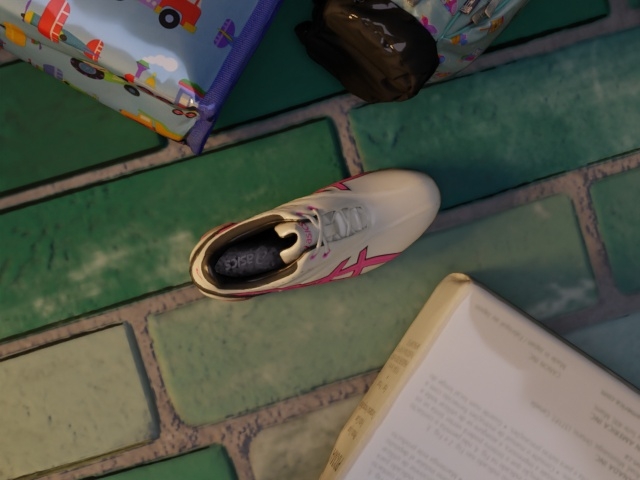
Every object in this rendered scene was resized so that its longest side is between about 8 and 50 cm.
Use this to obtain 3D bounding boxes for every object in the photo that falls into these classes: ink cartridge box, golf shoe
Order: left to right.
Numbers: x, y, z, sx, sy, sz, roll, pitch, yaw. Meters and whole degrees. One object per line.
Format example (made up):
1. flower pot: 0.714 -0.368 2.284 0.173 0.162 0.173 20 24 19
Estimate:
1. golf shoe: 0.000 0.000 1.089 0.186 0.086 0.068 -21 93 -4
2. ink cartridge box: 0.117 0.264 1.104 0.308 0.091 0.385 34 89 -6

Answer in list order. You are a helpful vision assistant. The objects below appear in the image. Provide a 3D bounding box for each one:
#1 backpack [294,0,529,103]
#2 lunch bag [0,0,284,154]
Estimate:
1. backpack: 0.083 -0.180 1.067 0.115 0.152 0.182 46 77 -10
2. lunch bag: -0.105 -0.245 1.063 0.221 0.138 0.293 28 78 -4
